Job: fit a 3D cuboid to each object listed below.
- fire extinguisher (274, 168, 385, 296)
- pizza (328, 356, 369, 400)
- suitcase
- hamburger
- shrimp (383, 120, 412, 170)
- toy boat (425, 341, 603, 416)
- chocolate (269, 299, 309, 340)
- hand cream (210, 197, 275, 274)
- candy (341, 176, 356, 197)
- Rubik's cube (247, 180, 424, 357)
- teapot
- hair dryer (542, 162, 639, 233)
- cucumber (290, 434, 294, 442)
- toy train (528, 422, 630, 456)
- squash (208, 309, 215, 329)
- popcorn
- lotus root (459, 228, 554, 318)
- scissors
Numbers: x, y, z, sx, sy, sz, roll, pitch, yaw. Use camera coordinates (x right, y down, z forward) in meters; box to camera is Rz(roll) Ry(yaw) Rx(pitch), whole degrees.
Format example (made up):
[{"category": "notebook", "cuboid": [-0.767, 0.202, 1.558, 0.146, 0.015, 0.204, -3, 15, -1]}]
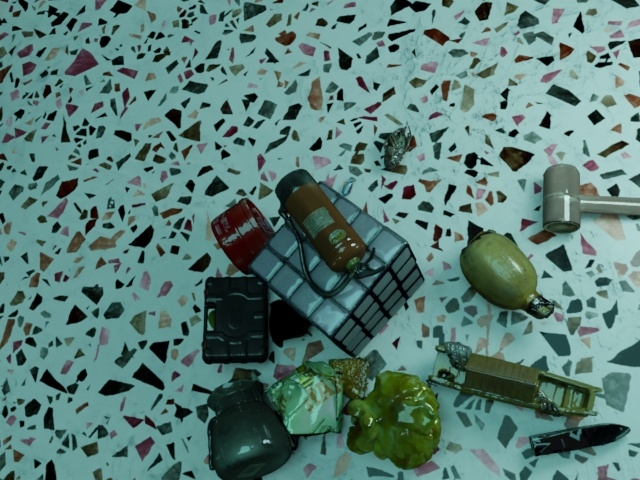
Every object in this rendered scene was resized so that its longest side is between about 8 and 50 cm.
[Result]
[{"category": "fire extinguisher", "cuboid": [0.009, -0.003, 1.717, 0.376, 0.113, 0.200, 52, 134, 27]}, {"category": "pizza", "cuboid": [0.098, 0.400, 1.932, 0.178, 0.041, 0.130, 35, 91, 27]}, {"category": "suitcase", "cuboid": [-0.267, 0.248, 2.037, 0.207, 0.066, 0.285, -1, 60, -6]}, {"category": "hamburger", "cuboid": [-0.044, 0.459, 1.887, 0.235, 0.125, 0.214, -4, 79, 7]}, {"category": "shrimp", "cuboid": [0.255, -0.315, 2.121, 0.073, 0.075, 0.190, 0, 57, 52]}, {"category": "toy boat", "cuboid": [0.515, 0.375, 1.743, 0.446, 0.162, 0.135, 11, 73, 21]}, {"category": "chocolate", "cuboid": [-0.092, 0.264, 2.016, 0.149, 0.080, 0.125, 28, 96, 41]}, {"category": "hand cream", "cuboid": [-0.238, -0.012, 2.086, 0.149, 0.230, 0.230, -31, 65, 5]}, {"category": "candy", "cuboid": [0.092, -0.174, 2.147, 0.030, 0.020, 0.083, 22, 80, 25]}, {"category": "Rubik's cube", "cuboid": [0.056, 0.091, 1.894, 0.344, 0.337, 0.343, 38, 86, 26]}, {"category": "teapot", "cuboid": [-0.229, 0.553, 1.914, 0.224, 0.305, 0.285, -10, 54, -17]}, {"category": "hair dryer", "cuboid": [0.822, -0.115, 1.867, 0.345, 0.106, 0.189, 4, 71, 10]}, {"category": "cucumber", "cuboid": [-0.103, 0.523, 1.960, 0.036, 0.033, 0.184, -36, 62, 31]}, {"category": "toy train", "cuboid": [0.683, 0.520, 1.703, 0.252, 0.048, 0.055, -12, 78, 7]}, {"category": "squash", "cuboid": [-0.287, 0.297, 2.083, 0.201, 0.066, 0.066, 40, 87, 18]}, {"category": "popcorn", "cuboid": [0.203, 0.487, 1.768, 0.277, 0.225, 0.276, -6, 66, 14]}, {"category": "lotus root", "cuboid": [0.525, 0.109, 1.822, 0.183, 0.183, 0.310, -42, 65, 0]}, {"category": "scissors", "cuboid": [-0.154, 0.517, 1.972, 0.109, 0.022, 0.300, -49, 56, 26]}]
